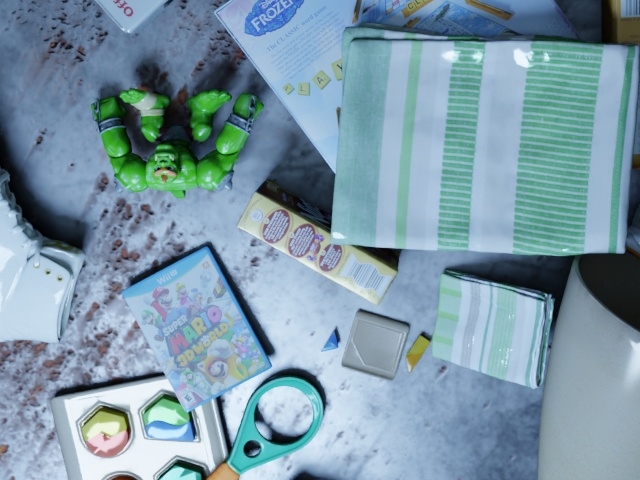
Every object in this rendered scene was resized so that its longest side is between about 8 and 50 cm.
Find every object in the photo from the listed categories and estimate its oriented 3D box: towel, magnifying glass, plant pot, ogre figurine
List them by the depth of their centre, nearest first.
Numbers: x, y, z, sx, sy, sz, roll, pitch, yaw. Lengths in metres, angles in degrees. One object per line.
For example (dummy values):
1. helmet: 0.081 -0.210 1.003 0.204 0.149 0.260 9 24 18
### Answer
1. towel: 0.179 -0.109 1.537 0.325 0.038 0.247 4 91 6
2. plant pot: 0.352 0.185 1.581 0.257 0.256 0.274 21 114 1
3. towel: 0.196 0.102 1.632 0.152 0.023 0.113 14 101 38
4. ogre figurine: -0.167 -0.113 1.633 0.197 0.097 0.118 1 82 -11
5. magnifying glass: -0.089 0.258 1.701 0.092 0.026 0.231 44 91 -9

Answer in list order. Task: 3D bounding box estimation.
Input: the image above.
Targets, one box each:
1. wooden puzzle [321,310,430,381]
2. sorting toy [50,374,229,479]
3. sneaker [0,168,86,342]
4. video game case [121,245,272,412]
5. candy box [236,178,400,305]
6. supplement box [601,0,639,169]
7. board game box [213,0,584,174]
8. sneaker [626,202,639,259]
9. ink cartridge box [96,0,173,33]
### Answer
1. wooden puzzle: 0.067 0.127 1.693 0.116 0.014 0.078 23 96 0
2. sorting toy: -0.217 0.268 1.725 0.208 0.038 0.193 -11 99 6
3. sneaker: -0.358 -0.016 1.660 0.169 0.108 0.292 3 110 2
4. video game case: -0.148 0.107 1.688 0.119 0.015 0.166 -28 90 2
5. candy box: 0.000 0.000 1.627 0.187 0.109 0.053 28 101 -1
6. supplement box: 0.360 -0.199 1.582 0.080 0.078 0.233 0 100 2
7. board game box: 0.100 -0.229 1.601 0.319 0.066 0.318 -35 96 9
8. sneaker: 0.472 -0.006 1.573 0.263 0.099 0.121 15 102 -17
9. ink cartridge box: -0.193 -0.340 1.601 0.175 0.072 0.127 -41 95 10
